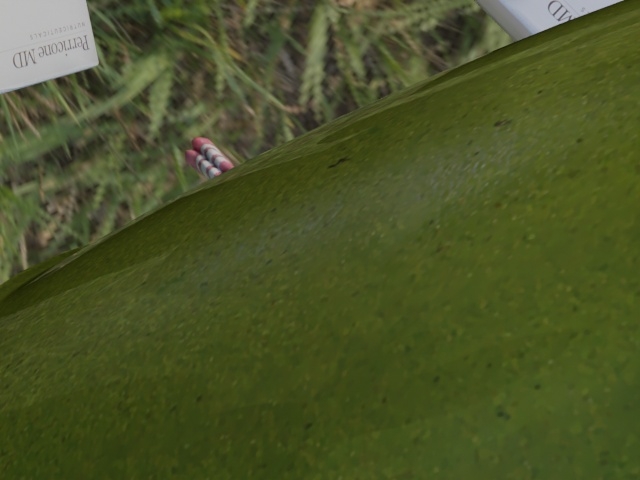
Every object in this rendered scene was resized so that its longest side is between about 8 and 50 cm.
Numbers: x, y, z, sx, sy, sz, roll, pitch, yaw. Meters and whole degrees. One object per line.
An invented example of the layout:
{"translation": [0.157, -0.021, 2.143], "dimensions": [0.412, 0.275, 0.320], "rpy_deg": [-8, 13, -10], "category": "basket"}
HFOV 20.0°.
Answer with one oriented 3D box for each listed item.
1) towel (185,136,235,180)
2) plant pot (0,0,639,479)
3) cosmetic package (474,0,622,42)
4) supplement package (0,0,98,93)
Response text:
{"translation": [0.000, 0.000, 1.185], "dimensions": [0.144, 0.197, 0.029], "rpy_deg": [39, 88, -34], "category": "towel"}
{"translation": [0.082, 0.098, 0.455], "dimensions": [0.366, 0.366, 0.353], "rpy_deg": [37, 130, -20], "category": "plant pot"}
{"translation": [0.169, -0.311, 1.268], "dimensions": [0.377, 0.097, 0.284], "rpy_deg": [42, 92, -12], "category": "cosmetic package"}
{"translation": [-0.235, -0.197, 1.006], "dimensions": [0.134, 0.139, 0.244], "rpy_deg": [-4, 103, 32], "category": "supplement package"}
